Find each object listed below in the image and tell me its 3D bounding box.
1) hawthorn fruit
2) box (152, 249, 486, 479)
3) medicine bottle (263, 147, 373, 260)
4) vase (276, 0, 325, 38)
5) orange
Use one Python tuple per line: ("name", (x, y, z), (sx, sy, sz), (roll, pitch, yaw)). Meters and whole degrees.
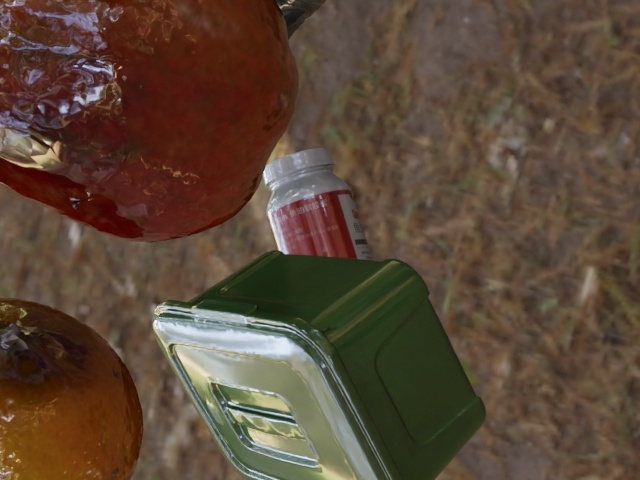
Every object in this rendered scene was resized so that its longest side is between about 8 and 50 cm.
("hawthorn fruit", (-0.147, -0.111, 0.884), (0.224, 0.261, 0.224), (3, 94, 46))
("box", (-0.001, 0.136, 1.444), (0.178, 0.253, 0.329), (-40, 24, -29))
("medicine bottle", (0.000, 0.000, 2.028), (0.131, 0.131, 0.250), (-26, 77, 48))
("vase", (-0.027, -0.199, 1.074), (0.237, 0.115, 0.115), (-26, 57, 55))
("orange", (-0.241, 0.132, 1.038), (0.224, 0.224, 0.170), (60, 138, 46))
